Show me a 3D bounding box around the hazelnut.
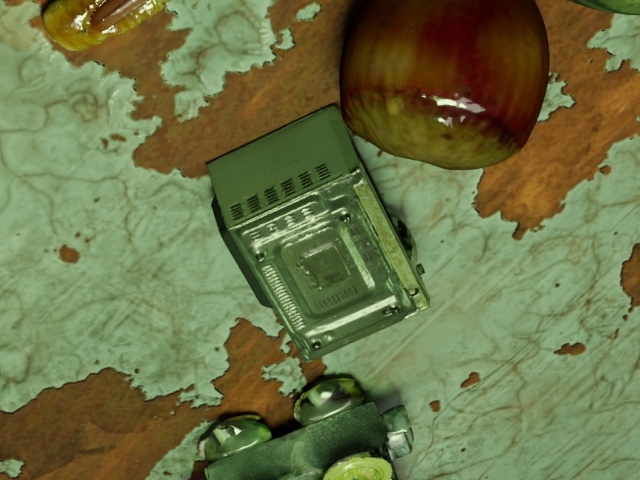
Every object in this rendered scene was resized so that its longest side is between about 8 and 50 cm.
[{"bbox_3d":[0.118,-0.169,1.726,0.208,0.208,0.208,-9,130,-10],"label":"hazelnut"}]

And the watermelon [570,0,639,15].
[{"bbox_3d":[0.232,-0.352,1.536,0.279,0.279,0.359,-24,130,3],"label":"watermelon"}]

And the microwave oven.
[{"bbox_3d":[0.000,0.000,1.852,0.163,0.129,0.205,-27,130,4],"label":"microwave oven"}]

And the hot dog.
[{"bbox_3d":[-0.148,-0.231,1.669,0.216,0.047,0.066,-31,133,9],"label":"hot dog"}]

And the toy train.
[{"bbox_3d":[-0.016,0.263,2.066,0.261,0.134,0.177,-21,140,1],"label":"toy train"}]
